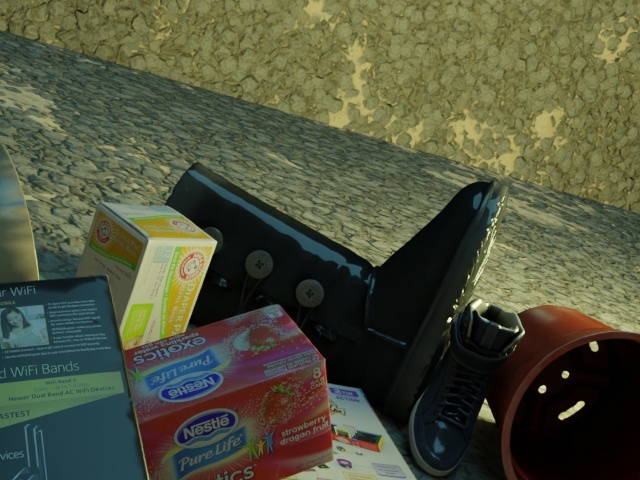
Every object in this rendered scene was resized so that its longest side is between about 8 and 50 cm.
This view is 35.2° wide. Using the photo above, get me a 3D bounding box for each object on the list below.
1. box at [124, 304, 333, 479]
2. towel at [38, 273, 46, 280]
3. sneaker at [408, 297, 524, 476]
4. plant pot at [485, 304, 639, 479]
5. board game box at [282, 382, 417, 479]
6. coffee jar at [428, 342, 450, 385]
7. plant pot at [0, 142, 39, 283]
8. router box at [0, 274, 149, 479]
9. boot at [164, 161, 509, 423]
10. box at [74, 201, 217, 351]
[{"bbox_3d":[-0.127,0.174,0.976,0.257,0.128,0.122,-16,30,-20],"label":"box"},{"bbox_3d":[-0.457,0.040,1.352,0.152,0.023,0.113,29,21,17],"label":"towel"},{"bbox_3d":[0.187,0.179,1.300,0.086,0.163,0.226,24,52,1],"label":"sneaker"},{"bbox_3d":[0.345,0.217,1.370,0.272,0.272,0.265,18,9,-8],"label":"plant pot"},{"bbox_3d":[-0.018,0.254,1.122,0.242,0.064,0.316,13,18,-23],"label":"board game box"},{"bbox_3d":[0.117,0.166,1.525,0.184,0.079,0.096,24,17,10],"label":"coffee jar"},{"bbox_3d":[-0.455,0.039,1.034,0.274,0.256,0.256,-10,31,-28],"label":"plant pot"},{"bbox_3d":[-0.303,0.154,0.790,0.309,0.081,0.243,-4,50,-20],"label":"router box"},{"bbox_3d":[-0.001,0.002,1.444,0.445,0.367,0.146,25,-5,15],"label":"boot"},{"bbox_3d":[-0.225,0.065,1.220,0.103,0.203,0.114,33,21,35],"label":"box"}]
